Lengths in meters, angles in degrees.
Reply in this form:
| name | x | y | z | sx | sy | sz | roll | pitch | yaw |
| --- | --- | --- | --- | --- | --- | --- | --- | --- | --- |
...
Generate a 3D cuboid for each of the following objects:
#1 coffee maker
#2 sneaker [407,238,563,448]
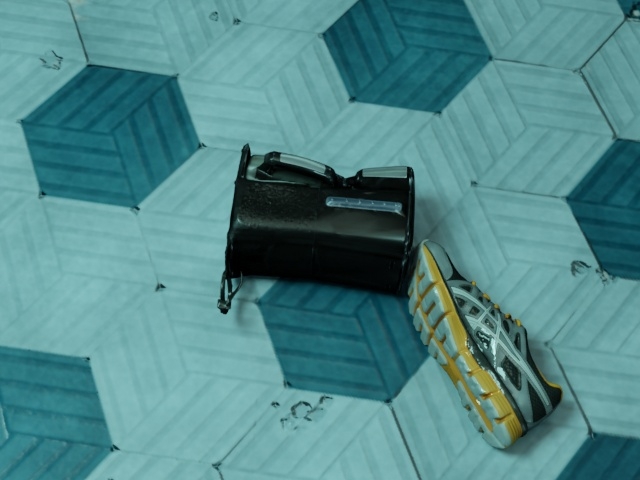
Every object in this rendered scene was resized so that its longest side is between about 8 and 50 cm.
| name | x | y | z | sx | sy | sz | roll | pitch | yaw |
| --- | --- | --- | --- | --- | --- | --- | --- | --- | --- |
| coffee maker | 0.000 | 0.000 | 1.268 | 0.178 | 0.120 | 0.171 | 7 | 83 | 2 |
| sneaker | 0.153 | 0.091 | 1.234 | 0.083 | 0.084 | 0.215 | -22 | 73 | -18 |
